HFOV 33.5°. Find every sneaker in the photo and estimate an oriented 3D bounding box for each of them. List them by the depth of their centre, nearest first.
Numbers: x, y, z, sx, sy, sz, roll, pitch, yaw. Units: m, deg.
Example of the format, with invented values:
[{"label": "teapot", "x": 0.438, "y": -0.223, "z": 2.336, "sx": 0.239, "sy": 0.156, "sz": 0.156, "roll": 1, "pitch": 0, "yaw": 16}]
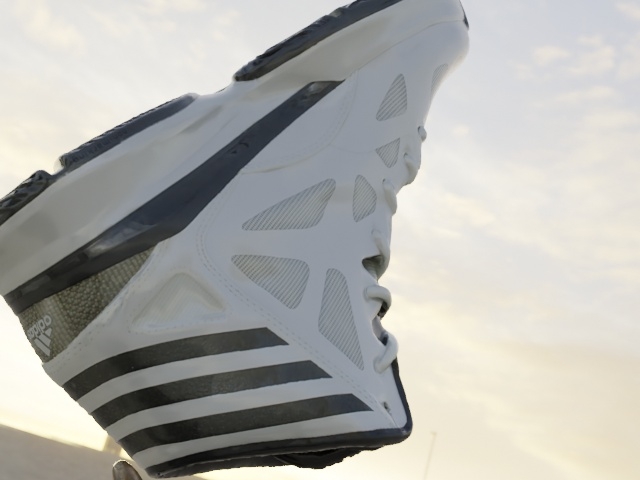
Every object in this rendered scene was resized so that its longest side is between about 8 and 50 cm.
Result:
[{"label": "sneaker", "x": -0.001, "y": 0.001, "z": 0.733, "sx": 0.169, "sy": 0.447, "sz": 0.257, "roll": -25, "pitch": -81, "yaw": 50}]

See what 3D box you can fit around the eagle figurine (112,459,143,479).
[{"label": "eagle figurine", "x": -0.056, "y": 0.241, "z": 0.418, "sx": 0.226, "sy": 0.225, "sz": 0.298, "roll": 26, "pitch": 7, "yaw": 3}]
